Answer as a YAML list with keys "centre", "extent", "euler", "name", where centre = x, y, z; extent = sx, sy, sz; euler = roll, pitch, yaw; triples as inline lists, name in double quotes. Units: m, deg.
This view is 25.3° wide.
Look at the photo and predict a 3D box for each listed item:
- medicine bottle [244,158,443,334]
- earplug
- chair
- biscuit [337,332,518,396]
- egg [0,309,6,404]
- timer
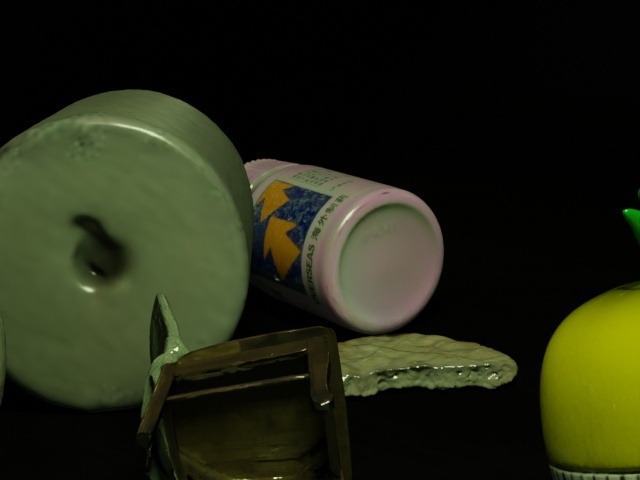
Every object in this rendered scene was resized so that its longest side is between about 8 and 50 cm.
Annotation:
- centre: [0.000, 0.000, 1.775]
  extent: [0.178, 0.178, 0.290]
  euler: [-13, 18, -32]
  name: "medicine bottle"
- centre: [-0.231, -0.016, 1.633]
  extent: [0.312, 0.313, 0.394]
  euler: [-3, 13, 0]
  name: "earplug"
- centre: [-0.069, 0.156, 1.260]
  extent: [0.186, 0.160, 0.319]
  euler: [-8, 16, 0]
  name: "chair"
- centre: [0.079, 0.132, 1.546]
  extent: [0.249, 0.032, 0.133]
  euler: [-5, 15, -5]
  name: "biscuit"
- centre: [-0.429, 0.096, 1.218]
  extent: [0.354, 0.355, 0.340]
  euler: [0, -2, 11]
  name: "egg"
- centre: [0.297, 0.086, 1.135]
  extent: [0.285, 0.285, 0.285]
  euler: [-3, 15, 1]
  name: "timer"
